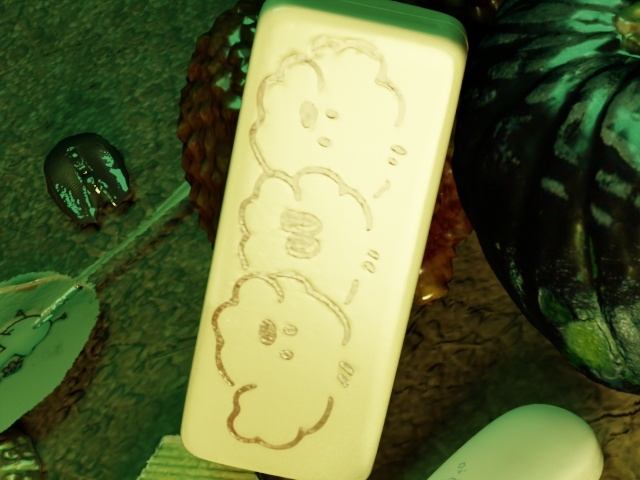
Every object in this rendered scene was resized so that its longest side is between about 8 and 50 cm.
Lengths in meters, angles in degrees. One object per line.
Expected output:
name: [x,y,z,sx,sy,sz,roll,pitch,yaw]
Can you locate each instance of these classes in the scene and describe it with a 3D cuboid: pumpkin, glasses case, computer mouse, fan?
pumpkin: [0.267,-0.069,1.310,0.363,0.266,0.363,-18,43,18]
glasses case: [0.000,0.000,1.354,0.144,0.336,0.076,11,21,0]
glasses case: [0.092,0.197,1.292,0.233,0.059,0.092,-43,36,-19]
computer mouse: [-0.219,-0.063,1.828,0.079,0.047,0.135,-32,38,-2]
fan: [-0.225,0.054,1.700,0.414,0.012,0.233,-40,33,-15]

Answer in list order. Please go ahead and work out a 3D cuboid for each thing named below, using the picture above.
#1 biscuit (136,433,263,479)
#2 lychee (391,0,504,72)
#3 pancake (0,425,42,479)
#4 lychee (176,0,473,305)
biscuit: [-0.107,0.242,1.383,0.147,0.046,0.250,-2,45,34]
lychee: [0.142,-0.260,1.665,0.264,0.300,0.264,-25,-4,-2]
pancake: [-0.310,0.214,1.576,0.199,0.021,0.199,-18,38,15]
lychee: [0.011,-0.065,1.499,0.236,0.271,0.236,-36,0,0]
